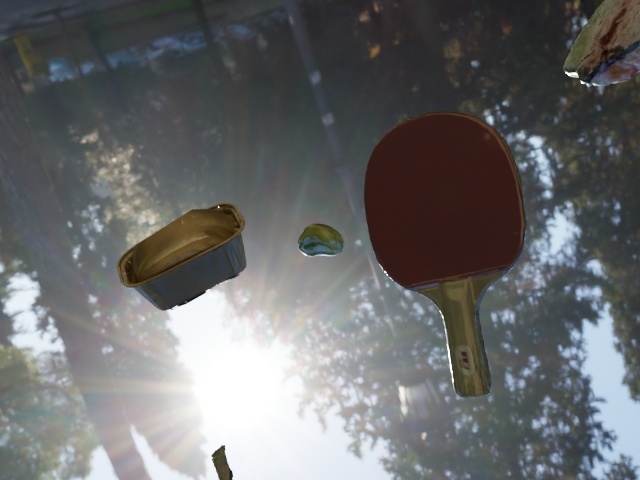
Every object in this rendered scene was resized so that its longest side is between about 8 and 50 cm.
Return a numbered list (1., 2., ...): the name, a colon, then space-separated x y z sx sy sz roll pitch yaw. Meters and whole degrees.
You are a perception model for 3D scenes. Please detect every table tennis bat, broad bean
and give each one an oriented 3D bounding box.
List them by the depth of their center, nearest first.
1. table tennis bat: 0.112 0.011 0.671 0.138 0.247 0.022 -9 178 20
2. broad bean: 0.000 0.000 1.180 0.083 0.063 0.045 -7 -141 54

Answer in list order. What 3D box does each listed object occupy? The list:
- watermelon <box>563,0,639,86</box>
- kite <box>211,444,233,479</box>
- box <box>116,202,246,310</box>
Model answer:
1. watermelon: 0.313 -0.104 0.483 0.213 0.290 0.319 -43 -170 -38
2. kite: -0.028 0.181 0.430 0.139 0.011 0.157 -11 -127 -32
3. box: -0.178 0.016 1.019 0.177 0.111 0.111 -29 -163 -6
